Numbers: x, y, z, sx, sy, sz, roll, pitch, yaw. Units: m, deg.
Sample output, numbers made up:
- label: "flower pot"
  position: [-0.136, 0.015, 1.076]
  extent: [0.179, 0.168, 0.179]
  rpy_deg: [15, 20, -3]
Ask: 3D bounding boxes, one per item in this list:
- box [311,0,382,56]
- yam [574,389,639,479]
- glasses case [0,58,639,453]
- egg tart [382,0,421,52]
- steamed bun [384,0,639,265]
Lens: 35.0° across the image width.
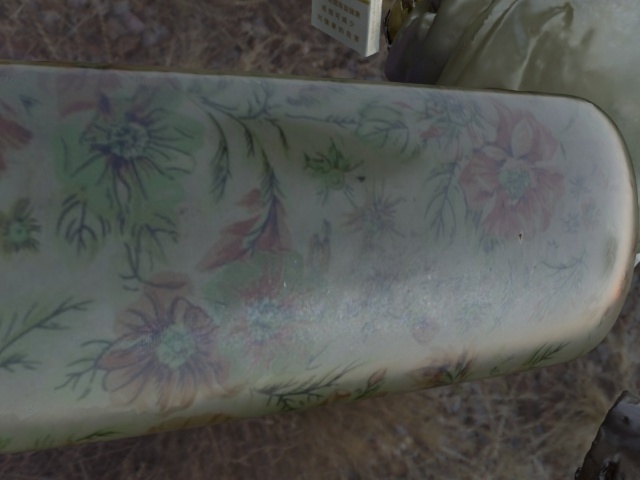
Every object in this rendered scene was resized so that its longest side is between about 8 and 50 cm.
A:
- label: "box"
  position: [0.027, -0.279, 1.030]
  extent: [0.024, 0.166, 0.090]
  rpy_deg: [-28, 49, -31]
- label: "yam"
  position: [0.366, 0.252, 0.896]
  extent: [0.280, 0.131, 0.131]
  rpy_deg: [30, 40, 26]
- label: "glasses case"
  position: [0.000, 0.000, 0.490]
  extent: [0.426, 0.098, 0.156]
  rpy_deg: [-3, 93, -35]
- label: "egg tart"
  position: [0.146, -0.222, 1.180]
  extent: [0.241, 0.106, 0.241]
  rpy_deg: [48, 21, -26]
- label: "steamed bun"
  position: [0.173, -0.116, 0.838]
  extent: [0.248, 0.339, 0.352]
  rpy_deg: [4, 58, -5]
